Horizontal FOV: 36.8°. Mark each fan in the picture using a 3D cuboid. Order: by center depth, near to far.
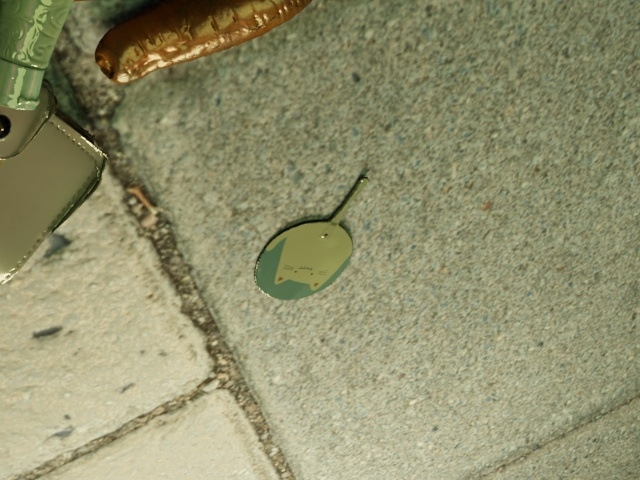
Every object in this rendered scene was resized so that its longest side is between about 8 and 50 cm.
[{"bbox_3d":[0.000,0.000,1.010,0.113,0.005,0.175,14,123,-39],"label":"fan"}]

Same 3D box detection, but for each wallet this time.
[{"bbox_3d":[-0.280,-0.073,0.722,0.170,0.069,0.231,-51,142,-5],"label":"wallet"}]

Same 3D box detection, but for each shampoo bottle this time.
[{"bbox_3d":[-0.183,-0.181,0.636,0.069,0.041,0.190,18,101,-5],"label":"shampoo bottle"}]

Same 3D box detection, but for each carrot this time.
[{"bbox_3d":[-0.088,-0.172,0.750,0.186,0.060,0.060,-26,139,-2],"label":"carrot"}]
